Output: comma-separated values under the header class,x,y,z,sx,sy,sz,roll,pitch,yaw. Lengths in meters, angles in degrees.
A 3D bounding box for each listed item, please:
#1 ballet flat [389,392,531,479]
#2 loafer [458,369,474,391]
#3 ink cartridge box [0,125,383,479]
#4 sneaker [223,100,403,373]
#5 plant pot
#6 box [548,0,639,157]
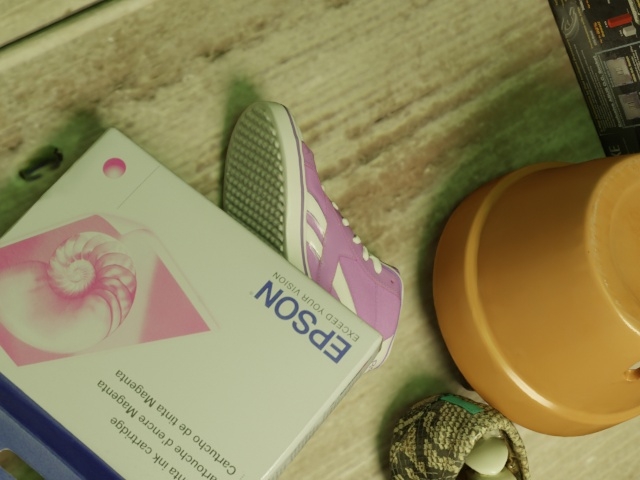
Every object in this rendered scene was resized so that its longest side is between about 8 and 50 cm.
class,x,y,z,sx,sy,sz,roll,pitch,yaw
ballet flat,0.180,0.393,1.269,0.164,0.182,0.483,-13,94,-24
loafer,0.216,0.125,1.362,0.148,0.050,0.056,-17,94,-24
ink cartridge box,-0.170,0.113,1.111,0.324,0.071,0.330,37,72,12
sneaker,-0.001,0.000,1.262,0.161,0.102,0.282,-8,88,-41
plant pot,0.286,0.038,1.277,0.290,0.203,0.291,8,70,-23
box,0.378,-0.162,1.338,0.076,0.242,0.307,-26,98,-22
